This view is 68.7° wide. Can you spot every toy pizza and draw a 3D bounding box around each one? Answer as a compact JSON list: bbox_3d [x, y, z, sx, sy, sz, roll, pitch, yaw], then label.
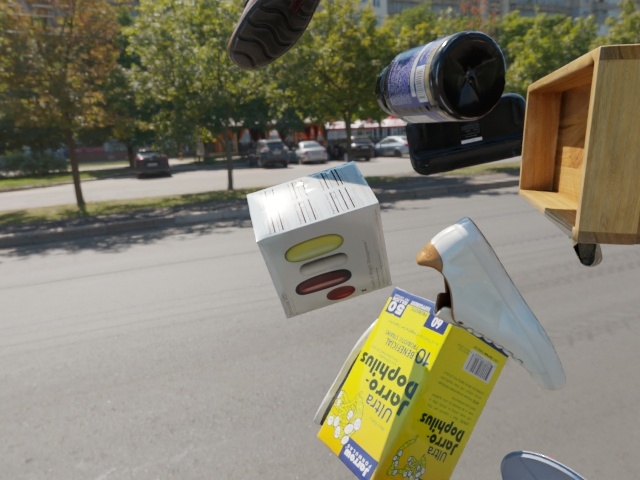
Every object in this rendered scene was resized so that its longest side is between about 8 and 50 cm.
[{"bbox_3d":[0.394,0.424,0.767,0.032,0.201,0.201,-32,28,-33],"label":"toy pizza"}]

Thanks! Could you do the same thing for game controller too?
[{"bbox_3d":[0.386,-0.275,1.219,0.320,0.166,0.067,-12,5,1],"label":"game controller"}]

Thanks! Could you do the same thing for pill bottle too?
[{"bbox_3d":[0.175,-0.249,0.746,0.123,0.122,0.219,-6,15,-18],"label":"pill bottle"}]

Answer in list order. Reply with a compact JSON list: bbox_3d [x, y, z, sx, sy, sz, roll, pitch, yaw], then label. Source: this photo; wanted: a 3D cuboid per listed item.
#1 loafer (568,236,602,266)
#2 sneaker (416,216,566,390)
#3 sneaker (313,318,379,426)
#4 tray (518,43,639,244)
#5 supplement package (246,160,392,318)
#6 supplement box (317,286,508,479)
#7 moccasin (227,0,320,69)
[{"bbox_3d":[0.522,-0.013,0.928,0.056,0.147,0.050,-21,4,33],"label":"loafer"},{"bbox_3d":[0.247,0.114,0.705,0.123,0.290,0.106,-34,2,10],"label":"sneaker"},{"bbox_3d":[0.116,0.346,1.141,0.147,0.295,0.104,28,-7,12],"label":"sneaker"},{"bbox_3d":[0.362,-0.138,0.674,0.076,0.202,0.411,3,13,15],"label":"tray"},{"bbox_3d":[0.000,0.000,0.839,0.203,0.194,0.149,-18,39,-2],"label":"supplement package"},{"bbox_3d":[0.189,0.309,0.954,0.195,0.356,0.194,33,-9,-30],"label":"supplement box"},{"bbox_3d":[-0.079,-0.541,1.002,0.139,0.379,0.147,18,28,-35],"label":"moccasin"}]
